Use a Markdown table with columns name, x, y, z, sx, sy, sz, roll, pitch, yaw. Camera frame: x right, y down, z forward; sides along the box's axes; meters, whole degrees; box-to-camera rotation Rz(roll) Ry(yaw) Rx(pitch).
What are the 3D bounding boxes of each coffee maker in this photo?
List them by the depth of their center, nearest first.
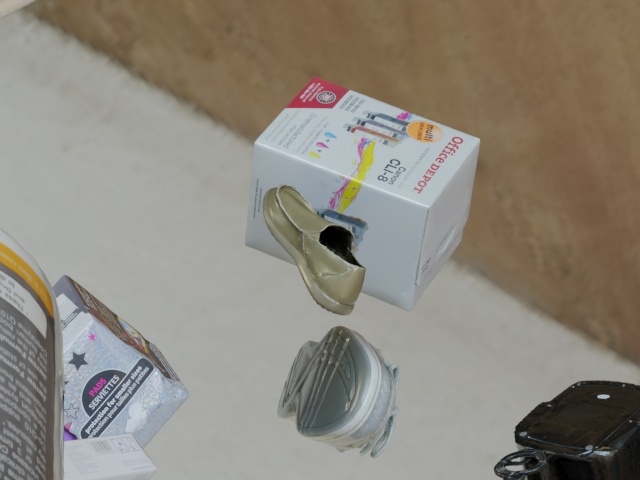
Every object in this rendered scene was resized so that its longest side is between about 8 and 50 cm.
| name | x | y | z | sx | sy | sz | roll | pitch | yaw |
| --- | --- | --- | --- | --- | --- | --- | --- | --- | --- |
| coffee maker | 0.223 | 0.231 | 1.527 | 0.120 | 0.171 | 0.178 | 28 | 134 | 61 |

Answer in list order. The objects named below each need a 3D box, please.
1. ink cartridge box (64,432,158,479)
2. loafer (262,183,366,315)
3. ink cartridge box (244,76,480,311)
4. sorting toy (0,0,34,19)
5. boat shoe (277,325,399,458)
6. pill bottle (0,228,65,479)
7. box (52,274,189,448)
| name | x | y | z | sx | sy | sz | roll | pitch | yaw |
| --- | --- | --- | --- | --- | --- | --- | --- | --- | --- |
| ink cartridge box | -0.229 | 0.212 | 1.487 | 0.097 | 0.207 | 0.046 | -47 | 69 | 17 |
| loafer | 0.000 | 0.000 | 1.534 | 0.050 | 0.056 | 0.148 | -49 | 52 | 21 |
| ink cartridge box | 0.039 | -0.044 | 1.656 | 0.176 | 0.128 | 0.127 | 22 | 132 | 15 |
| sorting toy | -0.197 | -0.134 | 0.981 | 0.062 | 0.083 | 0.012 | 35 | 141 | 23 |
| boat shoe | 0.032 | 0.161 | 1.851 | 0.103 | 0.118 | 0.320 | 22 | 170 | -9 |
| pill bottle | -0.187 | 0.121 | 0.748 | 0.162 | 0.278 | 0.162 | -4 | 129 | -5 |
| box | -0.280 | 0.185 | 1.845 | 0.142 | 0.247 | 0.163 | 40 | 180 | -24 |
